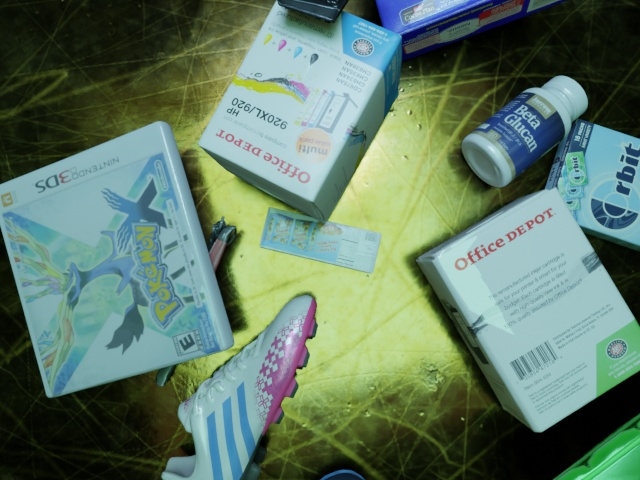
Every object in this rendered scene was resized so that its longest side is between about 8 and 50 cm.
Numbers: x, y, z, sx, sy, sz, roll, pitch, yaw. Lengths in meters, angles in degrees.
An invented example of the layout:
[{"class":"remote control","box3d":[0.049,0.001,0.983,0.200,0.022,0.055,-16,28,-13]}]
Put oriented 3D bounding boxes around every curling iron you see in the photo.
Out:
[{"class":"curling iron","box3d":[-0.185,0.094,0.694,0.035,0.068,0.273,22,92,-1]}]

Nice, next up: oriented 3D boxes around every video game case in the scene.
[{"class":"video game case","box3d":[-0.306,0.034,0.669,0.300,0.036,0.328,-17,88,12]}]

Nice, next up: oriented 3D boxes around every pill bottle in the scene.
[{"class":"pill bottle","box3d":[0.304,-0.165,0.691,0.169,0.094,0.094,-39,88,-2]}]

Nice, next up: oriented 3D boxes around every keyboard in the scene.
[{"class":"keyboard","box3d":[0.024,-0.318,0.580,0.108,0.023,0.180,16,50,8]}]

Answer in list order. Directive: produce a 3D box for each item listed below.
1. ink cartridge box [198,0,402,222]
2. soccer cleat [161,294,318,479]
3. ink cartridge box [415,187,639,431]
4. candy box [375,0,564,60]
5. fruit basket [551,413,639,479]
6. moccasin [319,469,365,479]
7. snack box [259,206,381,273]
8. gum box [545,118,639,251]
[{"class":"ink cartridge box","box3d":[-0.018,-0.170,0.640,0.171,0.168,0.232,28,88,9]},{"class":"soccer cleat","box3d":[-0.115,0.217,0.656,0.143,0.116,0.331,24,87,1]},{"class":"ink cartridge box","box3d":[0.298,0.092,0.668,0.198,0.115,0.272,-30,88,-2]},{"class":"candy box","box3d":[0.189,-0.463,0.658,0.268,0.122,0.317,-15,88,17]},{"class":"fruit basket","box3d":[0.507,0.392,0.626,0.392,0.283,0.392,-14,127,-19]},{"class":"moccasin","box3d":[-0.034,0.490,0.644,0.138,0.117,0.342,35,87,1]},{"class":"snack box","box3d":[0.000,0.000,0.714,0.178,0.022,0.064,13,86,0]},{"class":"gum box","box3d":[0.450,-0.082,0.715,0.185,0.041,0.156,18,88,-1]}]
